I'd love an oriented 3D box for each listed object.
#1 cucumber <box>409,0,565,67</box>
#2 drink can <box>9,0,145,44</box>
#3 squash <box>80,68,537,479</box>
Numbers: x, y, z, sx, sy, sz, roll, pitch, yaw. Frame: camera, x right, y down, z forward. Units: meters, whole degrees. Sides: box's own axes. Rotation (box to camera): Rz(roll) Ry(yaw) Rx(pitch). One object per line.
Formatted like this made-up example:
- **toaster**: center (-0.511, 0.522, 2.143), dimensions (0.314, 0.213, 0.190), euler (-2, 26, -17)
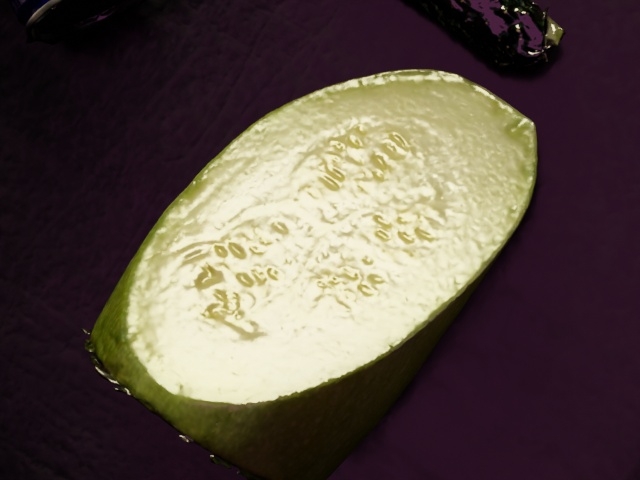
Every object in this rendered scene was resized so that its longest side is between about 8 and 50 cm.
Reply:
- **cucumber**: center (0.074, -0.167, 1.066), dimensions (0.181, 0.053, 0.053), euler (35, 93, 8)
- **drink can**: center (-0.198, -0.251, 1.083), dimensions (0.097, 0.097, 0.235), euler (-28, 86, 6)
- **squash**: center (0.000, 0.000, 1.003), dimensions (0.189, 0.189, 0.260), euler (35, 98, 7)
